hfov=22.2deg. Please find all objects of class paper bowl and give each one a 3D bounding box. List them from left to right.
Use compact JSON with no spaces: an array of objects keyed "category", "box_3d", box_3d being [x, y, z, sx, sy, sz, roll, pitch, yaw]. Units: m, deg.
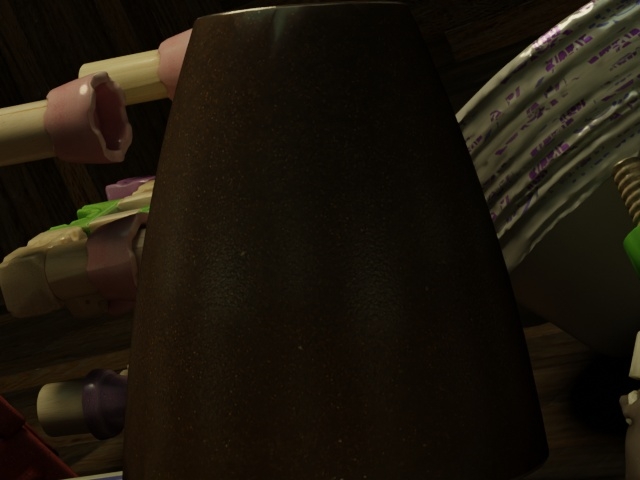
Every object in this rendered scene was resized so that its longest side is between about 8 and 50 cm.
[{"category":"paper bowl","box_3d":[0.210,-0.040,0.944,0.284,0.148,0.284,-27,-20,-11]}]

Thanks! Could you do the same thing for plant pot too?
[{"category":"plant pot","box_3d":[0.000,0.000,0.818,0.215,0.230,0.215,-4,4,0]}]

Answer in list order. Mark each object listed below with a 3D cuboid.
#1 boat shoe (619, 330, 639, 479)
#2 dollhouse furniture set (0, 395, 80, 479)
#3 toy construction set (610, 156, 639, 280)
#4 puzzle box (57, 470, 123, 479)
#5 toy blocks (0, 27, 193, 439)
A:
[{"category":"boat shoe","box_3d":[0.199,0.101,0.556,0.117,0.096,0.324,14,0,-20]},{"category":"dollhouse furniture set","box_3d":[-0.354,0.233,1.125,0.374,0.152,0.201,-42,13,-9]},{"category":"toy construction set","box_3d":[0.338,-0.011,0.697,0.309,0.237,0.257,-10,-26,-20]},{"category":"puzzle box","box_3d":[-0.024,0.153,0.683,0.272,0.052,0.409,-6,4,-16]},{"category":"toy blocks","box_3d":[-0.078,-0.005,1.275,0.260,0.308,0.288,-9,14,19]}]
